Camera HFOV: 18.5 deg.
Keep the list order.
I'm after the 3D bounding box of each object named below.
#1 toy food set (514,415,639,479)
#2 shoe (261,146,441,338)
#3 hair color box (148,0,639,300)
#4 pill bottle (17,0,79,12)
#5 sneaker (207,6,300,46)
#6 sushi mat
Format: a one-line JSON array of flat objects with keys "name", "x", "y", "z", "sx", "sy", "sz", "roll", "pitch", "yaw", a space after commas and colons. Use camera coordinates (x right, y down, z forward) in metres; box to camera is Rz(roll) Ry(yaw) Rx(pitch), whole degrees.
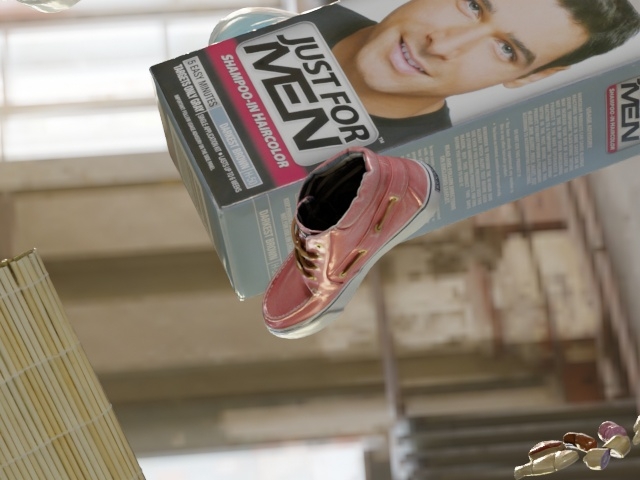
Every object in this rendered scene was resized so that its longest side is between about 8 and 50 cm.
[{"name": "toy food set", "x": 0.240, "y": 0.190, "z": 1.776, "sx": 0.019, "sy": 0.122, "sz": 0.078, "roll": 66, "pitch": -154, "yaw": -14}, {"name": "shoe", "x": 0.000, "y": 0.000, "z": 1.390, "sx": 0.178, "sy": 0.081, "sz": 0.063, "roll": -44, "pitch": 53, "yaw": 26}, {"name": "hair color box", "x": 0.072, "y": -0.108, "z": 1.577, "sx": 0.114, "sy": 0.374, "sz": 0.185, "roll": 80, "pitch": 166, "yaw": -47}, {"name": "pill bottle", "x": -0.336, "y": -0.330, "z": 1.958, "sx": 0.264, "sy": 0.153, "sz": 0.153, "roll": 27, "pitch": -127, "yaw": -57}, {"name": "sneaker", "x": 0.061, "y": -0.155, "z": 2.042, "sx": 0.150, "sy": 0.366, "sz": 0.135, "roll": -90, "pitch": 5, "yaw": -69}, {"name": "sushi mat", "x": -0.243, "y": 0.175, "z": 1.678, "sx": 0.019, "sy": 0.151, "sz": 0.316, "roll": 8, "pitch": 125, "yaw": 64}]
